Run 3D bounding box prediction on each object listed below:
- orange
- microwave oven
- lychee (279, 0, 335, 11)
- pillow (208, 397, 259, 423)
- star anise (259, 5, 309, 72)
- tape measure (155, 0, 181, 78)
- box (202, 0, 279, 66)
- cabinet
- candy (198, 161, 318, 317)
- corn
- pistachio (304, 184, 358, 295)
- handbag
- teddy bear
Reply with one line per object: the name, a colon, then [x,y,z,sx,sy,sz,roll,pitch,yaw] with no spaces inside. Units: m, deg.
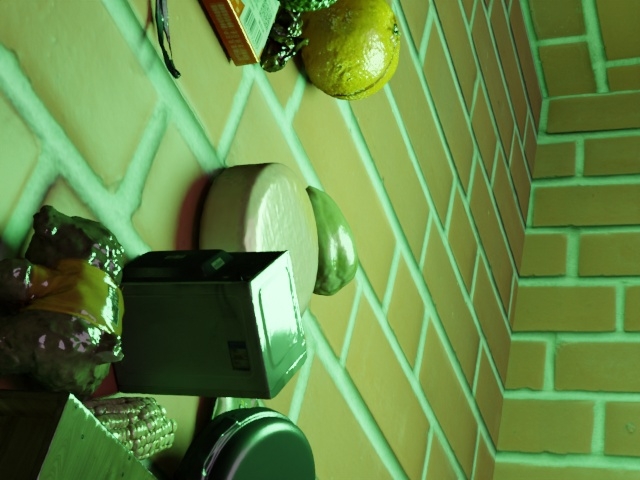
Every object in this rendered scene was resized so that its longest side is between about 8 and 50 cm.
orange: [0.054,-0.335,1.742,0.193,0.161,0.194,5,84,-62]
microwave oven: [-0.134,0.093,1.208,0.129,0.204,0.163,-40,126,-62]
lychee: [-0.009,-0.406,1.481,0.171,0.171,0.171,-2,90,-67]
pillow: [-0.134,0.299,1.410,0.130,0.033,0.218,54,43,-48]
star anise: [-0.056,-0.303,1.569,0.191,0.070,0.097,-70,-177,-55]
tape measure: [-0.171,-0.302,1.271,0.104,0.107,0.180,-69,146,-49]
box: [-0.123,-0.439,1.473,0.273,0.048,0.265,63,33,-45]
cabinet: [-0.266,0.249,0.922,0.215,0.174,0.148,62,34,-48]
candy: [-0.084,0.017,1.471,0.255,0.094,0.256,-2,90,-67]
corn: [-0.226,0.209,1.137,0.211,0.087,0.087,0,89,-69]
pistachio: [0.000,0.000,1.667,0.126,0.108,0.186,-95,173,-82]
handbag: [-0.112,0.364,1.327,0.254,0.093,0.308,38,64,-52]
teddy bear: [-0.255,0.063,1.028,0.177,0.140,0.190,49,36,-52]
